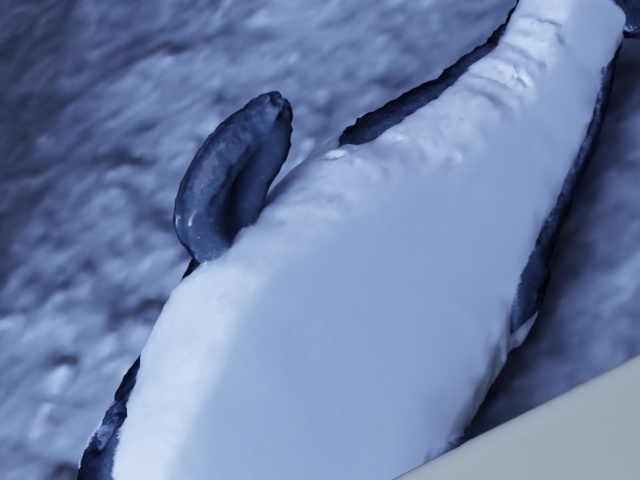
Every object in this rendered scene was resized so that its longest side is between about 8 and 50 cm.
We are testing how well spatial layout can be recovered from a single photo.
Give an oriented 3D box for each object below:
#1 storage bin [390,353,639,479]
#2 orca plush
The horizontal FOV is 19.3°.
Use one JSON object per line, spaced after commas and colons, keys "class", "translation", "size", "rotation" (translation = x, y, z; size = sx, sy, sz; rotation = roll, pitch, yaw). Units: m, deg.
{"class": "storage bin", "translation": [0.163, 0.134, 0.459], "size": [0.262, 0.123, 0.260], "rotation": [-26, 55, -2]}
{"class": "orca plush", "translation": [0.000, 0.000, 0.611], "size": [0.102, 0.151, 0.287], "rotation": [-8, 52, 50]}
